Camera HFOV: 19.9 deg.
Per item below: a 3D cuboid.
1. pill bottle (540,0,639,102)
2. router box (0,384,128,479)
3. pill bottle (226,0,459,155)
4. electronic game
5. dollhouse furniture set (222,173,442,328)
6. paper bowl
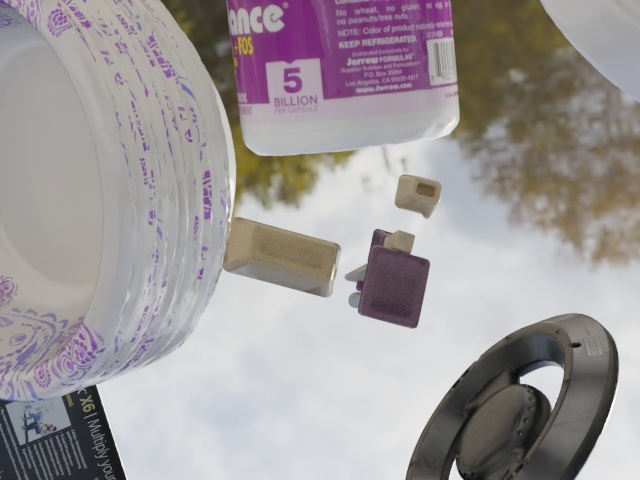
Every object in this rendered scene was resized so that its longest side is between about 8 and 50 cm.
[{"bbox_3d":[0.221,-0.185,0.821,0.265,0.153,0.153,-49,177,31],"label":"pill bottle"},{"bbox_3d":[-0.288,0.157,1.420,0.242,0.309,0.081,-20,-145,-11],"label":"router box"},{"bbox_3d":[0.008,-0.220,1.351,0.169,0.302,0.169,-6,-174,1],"label":"pill bottle"},{"bbox_3d":[0.142,0.152,1.398,0.229,0.048,0.229,-46,-161,21],"label":"electronic game"},{"bbox_3d":[0.000,0.000,1.056,0.114,0.091,0.081,15,166,-13],"label":"dollhouse furniture set"},{"bbox_3d":[-0.168,-0.047,1.188,0.284,0.284,0.148,4,-166,44],"label":"paper bowl"}]
